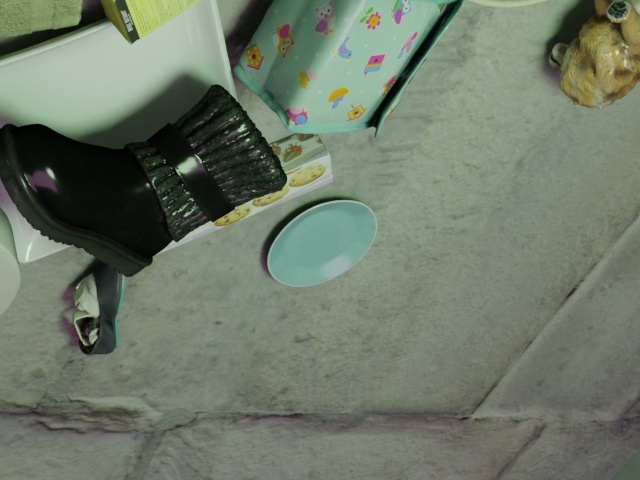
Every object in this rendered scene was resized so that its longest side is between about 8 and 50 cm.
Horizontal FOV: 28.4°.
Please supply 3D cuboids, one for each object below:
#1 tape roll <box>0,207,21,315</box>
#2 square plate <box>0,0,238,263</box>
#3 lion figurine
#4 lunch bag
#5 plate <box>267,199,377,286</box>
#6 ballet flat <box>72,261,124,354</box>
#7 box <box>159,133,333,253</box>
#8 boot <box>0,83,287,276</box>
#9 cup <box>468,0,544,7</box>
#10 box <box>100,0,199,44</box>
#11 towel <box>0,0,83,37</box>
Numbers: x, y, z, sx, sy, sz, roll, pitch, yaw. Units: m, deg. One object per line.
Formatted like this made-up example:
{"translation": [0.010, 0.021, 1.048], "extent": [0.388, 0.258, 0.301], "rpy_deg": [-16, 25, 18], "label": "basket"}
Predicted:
{"translation": [-0.563, 0.048, 1.536], "extent": [0.392, 0.072, 0.392], "rpy_deg": [-14, 154, -7], "label": "tape roll"}
{"translation": [-0.273, -0.148, 1.604], "extent": [0.347, 0.049, 0.344], "rpy_deg": [-23, 143, -10], "label": "square plate"}
{"translation": [0.486, -0.359, 1.800], "extent": [0.392, 0.142, 0.240], "rpy_deg": [-41, 149, 7], "label": "lion figurine"}
{"translation": [0.057, -0.255, 1.617], "extent": [0.262, 0.160, 0.223], "rpy_deg": [-1, 132, -49], "label": "lunch bag"}
{"translation": [0.000, 0.000, 1.978], "extent": [0.188, 0.024, 0.188], "rpy_deg": [-19, 141, -16], "label": "plate"}
{"translation": [-0.325, 0.099, 1.838], "extent": [0.074, 0.074, 0.203], "rpy_deg": [-12, 141, -23], "label": "ballet flat"}
{"translation": [-0.139, -0.062, 1.780], "extent": [0.324, 0.063, 0.067], "rpy_deg": [-22, 142, -10], "label": "box"}
{"translation": [-0.213, -0.100, 1.544], "extent": [0.260, 0.131, 0.348], "rpy_deg": [-30, 154, 11], "label": "boot"}
{"translation": [0.211, -0.464, 1.408], "extent": [0.331, 0.237, 0.331], "rpy_deg": [-18, 142, -15], "label": "cup"}
{"translation": [-0.143, -0.323, 1.440], "extent": [0.232, 0.058, 0.087], "rpy_deg": [-35, 154, -10], "label": "box"}
{"translation": [-0.314, -0.264, 1.407], "extent": [0.110, 0.027, 0.148], "rpy_deg": [-15, 173, -17], "label": "towel"}
